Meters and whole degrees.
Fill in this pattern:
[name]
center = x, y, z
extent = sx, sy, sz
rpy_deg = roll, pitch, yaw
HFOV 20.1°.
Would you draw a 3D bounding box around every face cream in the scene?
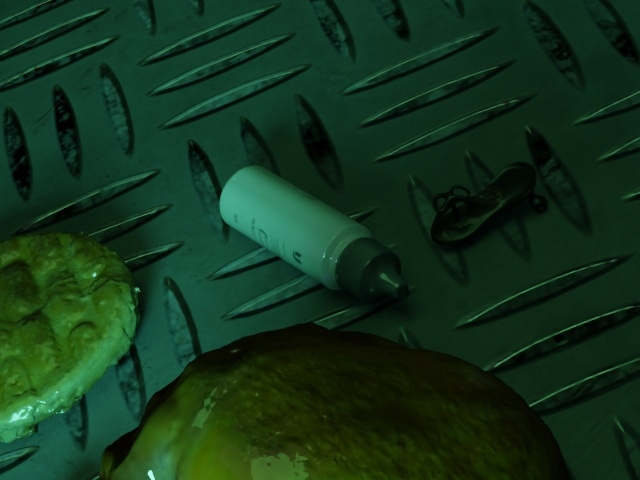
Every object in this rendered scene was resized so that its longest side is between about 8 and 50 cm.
[face cream]
center = 0.000, 0.000, 2.250
extent = 0.092, 0.092, 0.311
rpy_deg = -42, 45, -19

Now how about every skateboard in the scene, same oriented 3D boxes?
[skateboard]
center = 0.199, -0.048, 2.219
extent = 0.151, 0.080, 0.067
rpy_deg = -30, 49, -4

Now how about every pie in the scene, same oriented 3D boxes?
[pie]
center = -0.390, 0.118, 2.313
extent = 0.339, 0.083, 0.339
rpy_deg = -12, 46, 13

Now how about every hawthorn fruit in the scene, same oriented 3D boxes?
[hawthorn fruit]
center = 0.000, 0.276, 1.698
extent = 0.471, 0.472, 0.472
rpy_deg = -12, 44, 12
